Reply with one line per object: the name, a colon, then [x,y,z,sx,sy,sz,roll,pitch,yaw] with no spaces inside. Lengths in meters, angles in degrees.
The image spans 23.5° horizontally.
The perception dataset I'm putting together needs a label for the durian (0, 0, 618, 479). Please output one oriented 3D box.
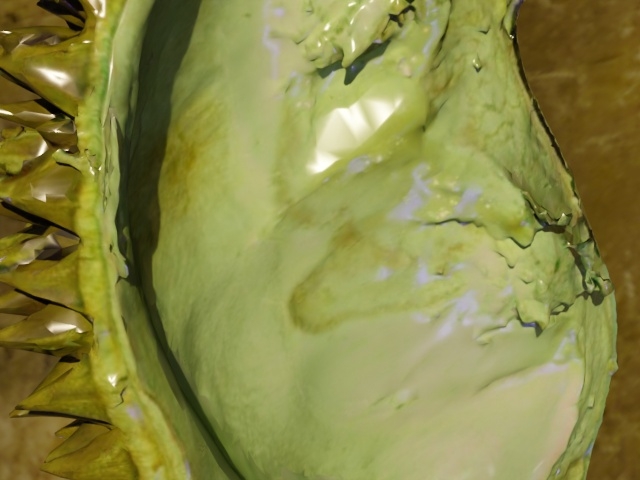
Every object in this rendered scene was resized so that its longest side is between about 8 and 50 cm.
durian: [0.001,0.007,0.487,0.198,0.163,0.394,-15,126,2]
